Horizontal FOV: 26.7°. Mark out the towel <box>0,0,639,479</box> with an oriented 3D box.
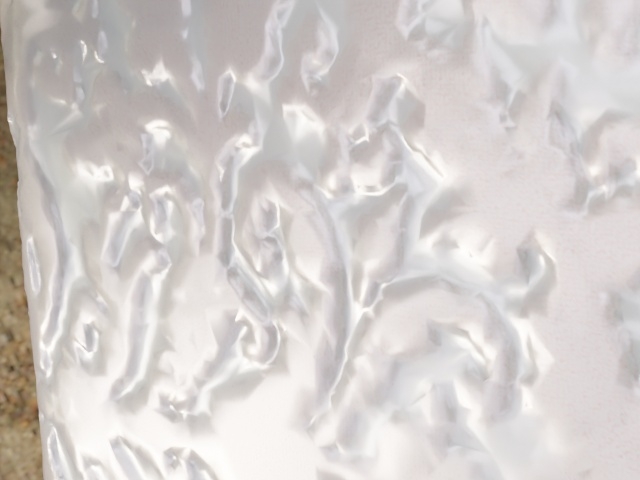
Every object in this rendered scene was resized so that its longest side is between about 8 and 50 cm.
[{"bbox_3d":[0.000,0.000,0.448,0.317,0.053,0.331,5,101,44],"label":"towel"}]
